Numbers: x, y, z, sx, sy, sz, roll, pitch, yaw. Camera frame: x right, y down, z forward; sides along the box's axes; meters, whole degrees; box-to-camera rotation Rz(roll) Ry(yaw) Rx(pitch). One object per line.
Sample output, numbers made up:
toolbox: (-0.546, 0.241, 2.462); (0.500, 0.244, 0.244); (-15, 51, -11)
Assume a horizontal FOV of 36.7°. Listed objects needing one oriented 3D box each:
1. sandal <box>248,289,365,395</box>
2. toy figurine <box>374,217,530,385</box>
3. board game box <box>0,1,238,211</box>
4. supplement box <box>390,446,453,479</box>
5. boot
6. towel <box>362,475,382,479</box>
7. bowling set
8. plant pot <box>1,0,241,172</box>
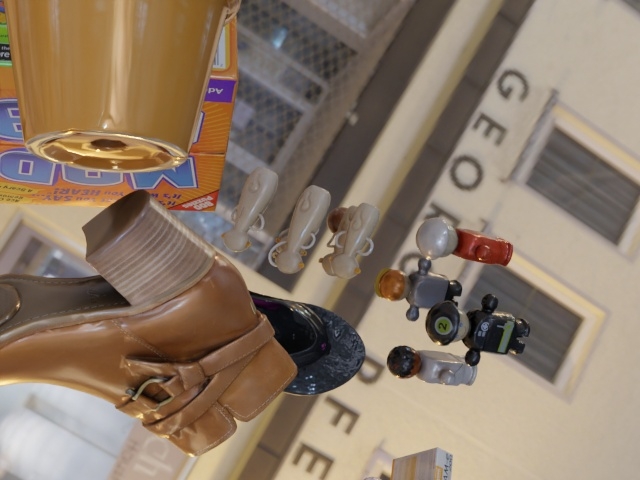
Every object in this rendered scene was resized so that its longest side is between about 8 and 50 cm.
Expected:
sandal: (-0.112, 0.156, 1.673); (0.107, 0.446, 0.167); (-10, -120, 66)
toy figurine: (0.174, 0.094, 1.369); (0.209, 0.148, 0.213); (-47, -141, 50)
board game box: (-0.313, -0.283, 1.385); (0.356, 0.357, 0.356); (112, -22, -62)
supplement box: (0.152, 0.356, 1.459); (0.098, 0.036, 0.062); (-28, -139, 44)
boot: (-0.180, 0.107, 0.816); (0.283, 0.220, 0.109); (-35, -150, 5)
towel: (0.211, 0.497, 1.402); (0.053, 0.332, 0.317); (-48, 149, -19)
bowling set: (0.000, 0.000, 1.649); (0.287, 0.200, 0.154); (21, -94, 34)
plant pot: (-0.167, -0.160, 0.778); (0.205, 0.205, 0.187); (151, -58, -70)
